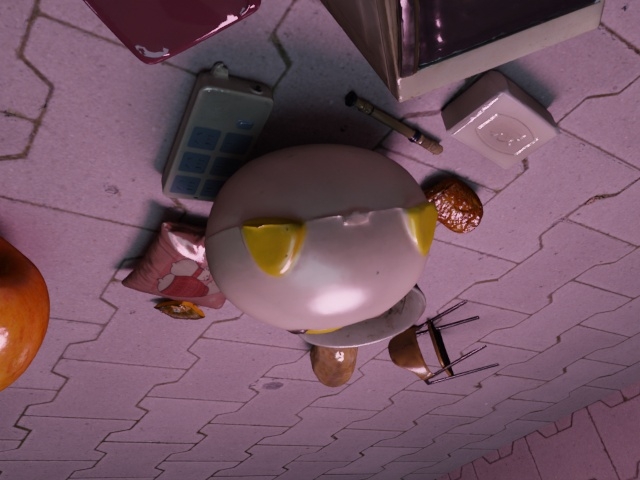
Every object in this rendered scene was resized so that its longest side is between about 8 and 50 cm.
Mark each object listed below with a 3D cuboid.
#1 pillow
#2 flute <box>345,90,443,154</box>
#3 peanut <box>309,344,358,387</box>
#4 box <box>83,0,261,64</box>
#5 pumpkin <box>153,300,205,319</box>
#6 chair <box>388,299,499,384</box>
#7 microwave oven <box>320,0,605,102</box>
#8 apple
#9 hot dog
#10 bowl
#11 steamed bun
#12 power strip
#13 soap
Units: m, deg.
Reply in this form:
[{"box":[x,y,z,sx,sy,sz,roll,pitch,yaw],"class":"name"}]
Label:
[{"box":[-0.251,0.051,1.177,0.223,0.084,0.236,14,134,-30],"class":"pillow"},{"box":[0.133,-0.194,1.014,0.233,0.027,0.027,20,133,-38],"class":"flute"},{"box":[0.036,0.300,1.585,0.129,0.129,0.224,-4,135,-12],"class":"peanut"},{"box":[-0.185,-0.336,0.594,0.193,0.167,0.294,-24,144,12],"class":"box"},{"box":[-0.317,0.153,1.344,0.073,0.035,0.101,-13,150,20],"class":"pumpkin"},{"box":[0.332,0.294,1.642,0.247,0.158,0.172,-27,140,16],"class":"chair"},{"box":[0.093,-0.374,0.487,0.247,0.333,0.394,-25,146,-2],"class":"microwave oven"},{"box":[-0.600,0.111,0.977,0.299,0.299,0.275,21,119,-38],"class":"apple"},{"box":[0.260,-0.070,1.195,0.147,0.065,0.099,27,130,-28],"class":"hot dog"},{"box":[0.076,0.110,1.314,0.290,0.146,0.289,-8,145,-5],"class":"bowl"},{"box":[-0.001,-0.007,0.980,0.374,0.333,0.333,-10,146,-19],"class":"steamed bun"},{"box":[-0.169,-0.157,0.950,0.118,0.046,0.270,8,139,-27],"class":"power strip"},{"box":[0.312,-0.205,1.027,0.183,0.063,0.121,20,136,-37],"class":"soap"}]
